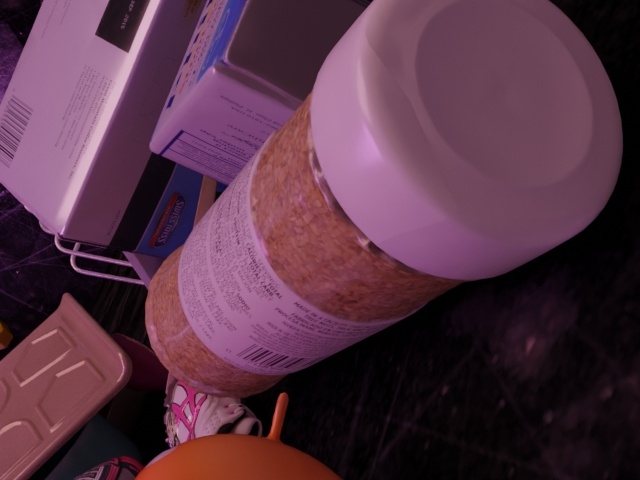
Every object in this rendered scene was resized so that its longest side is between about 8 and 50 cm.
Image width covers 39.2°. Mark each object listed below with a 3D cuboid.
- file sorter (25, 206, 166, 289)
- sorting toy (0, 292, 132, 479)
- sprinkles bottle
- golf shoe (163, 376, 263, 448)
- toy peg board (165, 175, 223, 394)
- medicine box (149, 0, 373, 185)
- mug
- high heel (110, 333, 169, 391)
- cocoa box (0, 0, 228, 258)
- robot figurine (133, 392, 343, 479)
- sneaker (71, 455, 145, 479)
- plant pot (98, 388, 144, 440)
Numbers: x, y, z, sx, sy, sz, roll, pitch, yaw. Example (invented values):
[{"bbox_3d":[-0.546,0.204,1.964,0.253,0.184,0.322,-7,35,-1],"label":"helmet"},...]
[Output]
[{"bbox_3d":[-0.332,-0.075,1.388,0.277,0.173,0.193,75,-153,-60],"label":"file sorter"},{"bbox_3d":[-0.341,0.167,1.018,0.229,0.041,0.307,-48,36,-11],"label":"sorting toy"},{"bbox_3d":[0.000,0.000,0.489,0.355,0.121,0.121,-39,32,60],"label":"sprinkles bottle"},{"bbox_3d":[-0.071,0.145,0.654,0.086,0.067,0.186,-31,28,18],"label":"golf shoe"},{"bbox_3d":[-0.089,0.040,0.852,0.161,0.079,0.160,-90,12,-55],"label":"toy peg board"},{"bbox_3d":[-0.004,-0.182,0.709,0.263,0.149,0.289,-70,17,-11],"label":"medicine box"},{"bbox_3d":[-0.253,0.256,0.986,0.129,0.097,0.157,-40,15,23],"label":"mug"},{"bbox_3d":[-0.279,0.165,1.055,0.244,0.082,0.117,12,53,31],"label":"high heel"},{"bbox_3d":[-0.196,-0.179,1.059,0.231,0.228,0.347,33,102,40],"label":"cocoa box"},{"bbox_3d":[-0.051,0.180,0.397,0.219,0.128,0.158,-65,-22,9],"label":"robot figurine"},{"bbox_3d":[-0.239,0.328,0.880,0.112,0.121,0.299,-39,-13,-52],"label":"sneaker"},{"bbox_3d":[-0.285,0.209,1.147,0.096,0.109,0.109,62,-144,-54],"label":"plant pot"}]
